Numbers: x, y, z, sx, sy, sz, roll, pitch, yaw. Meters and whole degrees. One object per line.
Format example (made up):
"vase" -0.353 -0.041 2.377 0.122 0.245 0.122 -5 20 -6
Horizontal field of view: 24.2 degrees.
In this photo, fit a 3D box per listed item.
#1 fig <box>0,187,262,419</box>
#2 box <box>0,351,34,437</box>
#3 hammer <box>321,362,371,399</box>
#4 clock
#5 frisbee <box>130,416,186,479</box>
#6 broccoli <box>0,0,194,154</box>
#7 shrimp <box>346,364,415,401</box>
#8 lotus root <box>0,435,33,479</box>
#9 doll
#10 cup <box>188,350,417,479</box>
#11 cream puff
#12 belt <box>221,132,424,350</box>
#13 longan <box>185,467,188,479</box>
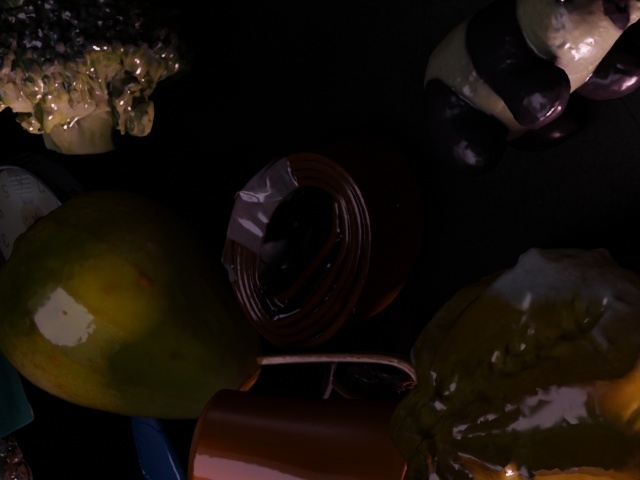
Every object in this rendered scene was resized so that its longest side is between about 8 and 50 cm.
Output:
"fig" -0.217 0.084 1.741 0.326 0.258 0.258 29 132 6
"box" -0.584 0.226 2.113 0.118 0.311 0.205 -3 110 46
"hammer" 0.077 0.207 1.688 0.199 0.013 0.062 34 132 27
"clock" -0.370 -0.005 1.977 0.226 0.049 0.226 22 125 35
"frisbee" -0.205 0.291 1.907 0.242 0.045 0.242 159 90 -78
"broccoli" -0.295 -0.184 1.668 0.288 0.248 0.246 25 133 40
"shrimp" 0.071 0.162 1.658 0.092 0.029 0.038 11 118 36
"lotus root" -0.480 0.379 2.275 0.088 0.088 0.165 26 118 32
"doll" 0.183 -0.154 1.296 0.234 0.143 0.135 -35 80 48
"cup" 0.005 0.222 1.586 0.264 0.182 0.226 9 94 14
"cream puff" 0.217 0.194 1.357 0.378 0.275 0.378 21 126 32
"belt" 0.000 0.000 1.581 0.184 0.105 0.261 51 138 12
"longan" -0.077 0.281 1.764 0.167 0.167 0.187 52 148 9
